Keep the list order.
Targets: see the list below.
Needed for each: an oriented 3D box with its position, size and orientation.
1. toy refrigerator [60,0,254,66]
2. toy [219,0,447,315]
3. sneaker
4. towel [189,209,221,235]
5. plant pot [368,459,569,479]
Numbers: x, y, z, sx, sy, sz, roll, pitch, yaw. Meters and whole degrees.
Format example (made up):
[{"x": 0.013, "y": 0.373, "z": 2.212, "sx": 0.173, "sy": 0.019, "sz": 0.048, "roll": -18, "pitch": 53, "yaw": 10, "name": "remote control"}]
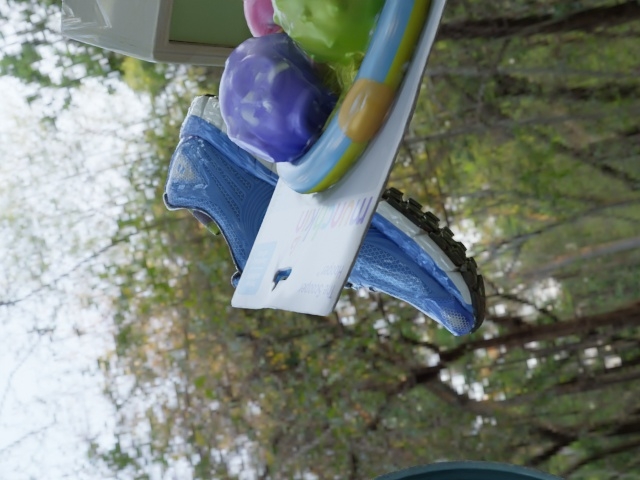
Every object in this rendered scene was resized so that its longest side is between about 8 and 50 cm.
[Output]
[{"x": -0.034, "y": -0.171, "z": 0.717, "sx": 0.269, "sy": 0.094, "sz": 0.102, "roll": -8, "pitch": -67, "yaw": -53, "name": "toy refrigerator"}, {"x": 0.005, "y": -0.094, "z": 0.388, "sx": 0.237, "sy": 0.056, "sz": 0.137, "roll": -67, "pitch": 14, "yaw": -9, "name": "toy"}, {"x": 0.000, "y": 0.000, "z": 0.978, "sx": 0.147, "sy": 0.330, "sz": 0.130, "roll": -61, "pitch": -13, "yaw": 9, "name": "sneaker"}, {"x": -0.128, "y": -0.046, "z": 1.272, "sx": 0.083, "sy": 0.060, "sz": 0.009, "roll": 46, "pitch": 158, "yaw": 24, "name": "towel"}, {"x": 0.090, "y": 0.292, "z": 0.664, "sx": 0.196, "sy": 0.293, "sz": 0.293, "roll": 77, "pitch": -175, "yaw": -74, "name": "plant pot"}]
